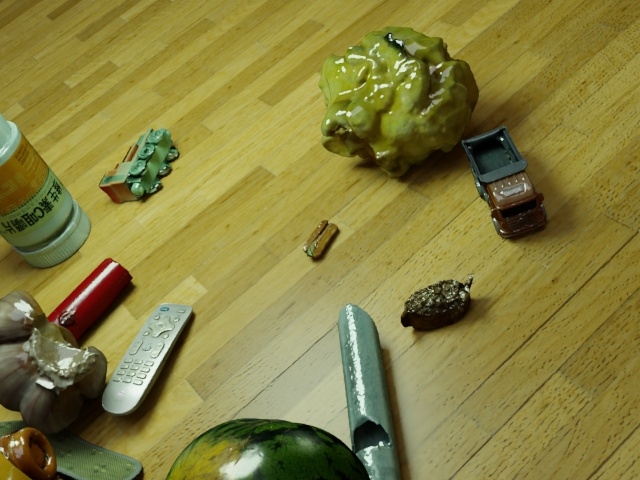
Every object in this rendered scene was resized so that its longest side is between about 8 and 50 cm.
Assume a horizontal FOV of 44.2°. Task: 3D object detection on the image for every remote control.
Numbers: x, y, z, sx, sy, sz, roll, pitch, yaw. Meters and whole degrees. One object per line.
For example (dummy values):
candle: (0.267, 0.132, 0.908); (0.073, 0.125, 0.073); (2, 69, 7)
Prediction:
remote control: (-0.279, 0.194, 1.290); (0.073, 0.044, 0.229); (2, 43, 23)

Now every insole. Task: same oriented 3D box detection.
insole: (-0.411, 0.326, 1.219); (0.322, 0.007, 0.109); (8, 23, 30)

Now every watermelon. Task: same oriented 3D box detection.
watermelon: (-0.063, 0.328, 0.903); (0.269, 0.269, 0.269); (-14, 45, 14)

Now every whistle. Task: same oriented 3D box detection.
whistle: (0.065, 0.220, 1.079); (0.062, 0.062, 0.312); (-17, 44, 11)

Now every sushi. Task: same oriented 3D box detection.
sushi: (0.173, 0.089, 1.152); (0.120, 0.055, 0.052); (-17, 38, 9)

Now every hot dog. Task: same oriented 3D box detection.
hot dog: (0.000, 0.000, 1.345); (0.037, 0.021, 0.083); (28, 61, 18)

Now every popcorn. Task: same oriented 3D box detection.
popcorn: (0.125, -0.241, 1.376); (0.286, 0.215, 0.252); (14, 90, 37)

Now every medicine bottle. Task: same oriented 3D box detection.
medicine bottle: (-0.595, -0.104, 1.521); (0.158, 0.318, 0.158); (-14, 44, 14)

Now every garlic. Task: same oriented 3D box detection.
garlic: (-0.453, 0.199, 1.251); (0.214, 0.191, 0.160); (34, 61, 3)

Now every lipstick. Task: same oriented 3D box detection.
lipstick: (-0.450, 0.150, 1.394); (0.073, 0.073, 0.280); (21, 62, 39)

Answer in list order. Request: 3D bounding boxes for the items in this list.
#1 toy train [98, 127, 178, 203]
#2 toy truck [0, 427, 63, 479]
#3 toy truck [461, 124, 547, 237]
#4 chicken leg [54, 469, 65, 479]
toy train: (-0.376, -0.162, 1.649); (0.118, 0.074, 0.176); (-5, 50, 27)
toy truck: (-0.401, 0.402, 1.004); (0.204, 0.288, 0.211); (-27, 32, 1)
toy truck: (0.286, -0.100, 1.243); (0.083, 0.092, 0.192); (-20, 45, 8)
chicken leg: (-0.437, 0.382, 1.186); (0.219, 0.048, 0.089); (-16, 48, 12)
